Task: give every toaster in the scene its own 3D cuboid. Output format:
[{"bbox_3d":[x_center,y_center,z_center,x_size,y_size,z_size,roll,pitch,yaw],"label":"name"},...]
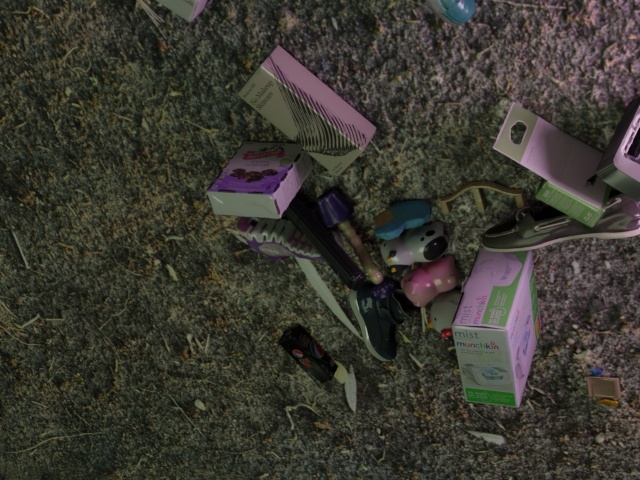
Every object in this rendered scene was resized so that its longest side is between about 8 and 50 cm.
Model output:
[{"bbox_3d":[0.598,-0.149,1.683,0.168,0.185,0.110,28,174,4],"label":"toaster"}]

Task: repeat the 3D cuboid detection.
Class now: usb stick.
[{"bbox_3d":[0.000,0.000,2.136,0.278,0.045,0.077,49,160,20],"label":"usb stick"}]

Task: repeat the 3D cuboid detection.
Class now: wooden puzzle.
[{"bbox_3d":[0.661,0.342,2.206,0.079,0.014,0.116,4,130,19],"label":"wooden puzzle"}]

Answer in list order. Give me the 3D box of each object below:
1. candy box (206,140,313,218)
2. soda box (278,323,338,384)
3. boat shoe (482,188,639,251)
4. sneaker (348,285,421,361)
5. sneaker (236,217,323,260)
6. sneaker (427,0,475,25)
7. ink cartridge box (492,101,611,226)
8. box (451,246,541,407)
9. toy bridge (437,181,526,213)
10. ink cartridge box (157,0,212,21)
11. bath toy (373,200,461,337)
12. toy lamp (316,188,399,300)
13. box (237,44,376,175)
[{"bbox_3d":[-0.129,-0.135,2.064,0.165,0.196,0.070,4,130,24],"label":"candy box"},{"bbox_3d":[-0.031,0.302,2.496,0.060,0.053,0.169,-25,114,39],"label":"soda box"},{"bbox_3d":[0.482,-0.049,1.900,0.335,0.112,0.095,-8,111,27],"label":"boat shoe"},{"bbox_3d":[0.179,0.203,2.279,0.163,0.086,0.226,-6,124,34],"label":"sneaker"},{"bbox_3d":[-0.083,0.005,2.247,0.236,0.095,0.104,15,140,22],"label":"sneaker"},{"bbox_3d":[0.221,-0.513,1.618,0.121,0.108,0.302,-5,124,36],"label":"sneaker"},{"bbox_3d":[0.437,-0.145,1.784,0.235,0.171,0.056,28,136,3],"label":"ink cartridge box"},{"bbox_3d":[0.380,0.182,2.034,0.127,0.262,0.231,3,128,24],"label":"box"},{"bbox_3d":[0.334,-0.092,1.986,0.188,0.026,0.063,-3,124,30],"label":"toy bridge"},{"bbox_3d":[-0.257,-0.506,1.839,0.109,0.150,0.063,32,135,-2],"label":"ink cartridge box"},{"bbox_3d":[0.236,0.082,2.116,0.151,0.129,0.348,-11,123,33],"label":"bath toy"},{"bbox_3d":[0.080,0.009,2.152,0.080,0.080,0.274,-21,107,38],"label":"toy lamp"},{"bbox_3d":[-0.027,-0.268,1.968,0.275,0.094,0.113,38,135,-8],"label":"box"}]
